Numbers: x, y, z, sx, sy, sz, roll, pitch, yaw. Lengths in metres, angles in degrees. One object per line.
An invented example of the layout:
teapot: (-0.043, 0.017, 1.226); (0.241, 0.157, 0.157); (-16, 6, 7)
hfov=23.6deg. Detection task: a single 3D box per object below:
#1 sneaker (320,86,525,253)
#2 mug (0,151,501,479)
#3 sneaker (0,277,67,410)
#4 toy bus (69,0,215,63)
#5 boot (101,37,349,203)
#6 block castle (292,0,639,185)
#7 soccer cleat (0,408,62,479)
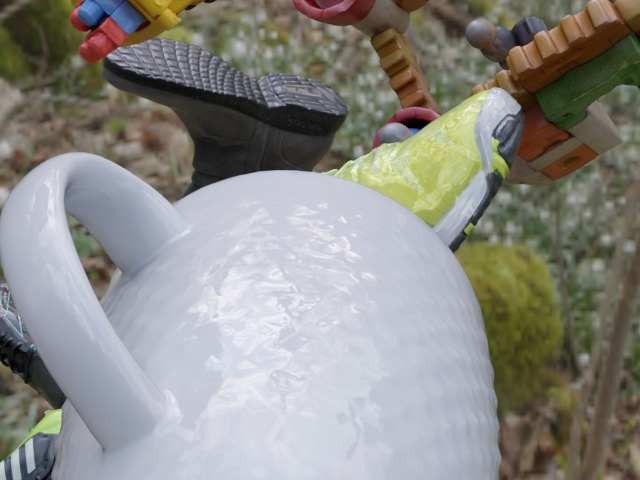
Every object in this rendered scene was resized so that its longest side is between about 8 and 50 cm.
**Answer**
sneaker: (0.000, 0.000, 1.243); (0.384, 0.147, 0.145); (-41, 5, 16)
mug: (-0.055, 0.105, 0.916); (0.276, 0.374, 0.328); (-33, 18, 15)
sneaker: (-0.380, 0.138, 1.936); (0.106, 0.101, 0.267); (-2, 29, -36)
toy bus: (-0.200, -0.278, 1.659); (0.211, 0.149, 0.220); (-52, 17, -15)
boot: (-0.146, -0.119, 1.968); (0.338, 0.223, 0.118); (15, 31, -20)
block castle: (0.215, -0.253, 1.472); (0.453, 0.213, 0.303); (-31, 68, 19)
soccer cleat: (-0.286, 0.238, 1.486); (0.072, 0.060, 0.179); (20, 60, 39)
